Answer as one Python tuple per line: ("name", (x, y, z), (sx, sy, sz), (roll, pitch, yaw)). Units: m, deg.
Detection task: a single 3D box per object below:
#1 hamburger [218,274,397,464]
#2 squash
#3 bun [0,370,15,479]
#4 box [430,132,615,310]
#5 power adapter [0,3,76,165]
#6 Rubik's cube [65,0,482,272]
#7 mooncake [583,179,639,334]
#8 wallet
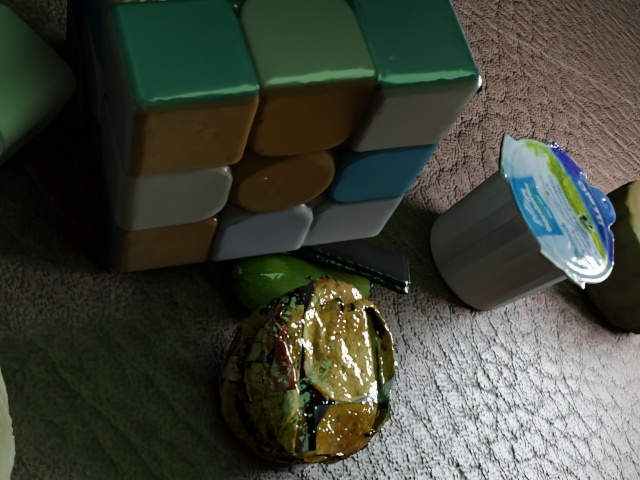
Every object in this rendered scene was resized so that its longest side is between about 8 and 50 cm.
("hamburger", (-0.008, 0.151, 1.054), (0.231, 0.107, 0.231), (8, 78, -40))
("squash", (-0.037, 0.058, 1.144), (0.188, 0.095, 0.095), (11, 56, -37))
("bun", (-0.359, 0.152, 0.662), (0.281, 0.205, 0.281), (22, 38, -19))
("box", (0.316, -0.014, 1.455), (0.291, 0.206, 0.262), (-10, 72, -49))
("power adapter", (-0.365, -0.128, 0.912), (0.130, 0.125, 0.205), (46, 41, -12))
("Rubik's cube", (-0.083, -0.202, 0.996), (0.344, 0.347, 0.347), (-7, 64, -20))
("mooncake", (0.610, 0.041, 1.747), (0.290, 0.161, 0.290), (27, 46, -32))
("wallet", (0.000, -0.001, 1.168), (0.244, 0.025, 0.124), (20, 18, -3))
